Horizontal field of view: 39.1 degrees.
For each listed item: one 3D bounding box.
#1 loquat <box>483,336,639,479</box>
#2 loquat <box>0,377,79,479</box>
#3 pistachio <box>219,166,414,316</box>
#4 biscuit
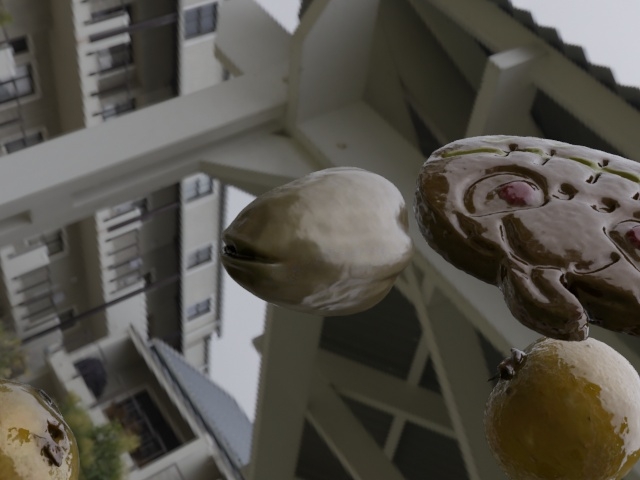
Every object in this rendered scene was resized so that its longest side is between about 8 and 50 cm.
[{"bbox_3d":[0.393,0.280,1.467,0.275,0.275,0.274,41,-35,39],"label":"loquat"},{"bbox_3d":[-0.274,0.184,0.735,0.163,0.163,0.137,101,-14,-49],"label":"loquat"},{"bbox_3d":[0.000,0.000,0.652,0.126,0.185,0.108,14,-80,24],"label":"pistachio"},{"bbox_3d":[0.287,-0.015,0.961,0.394,0.350,0.070,18,-56,18],"label":"biscuit"}]
